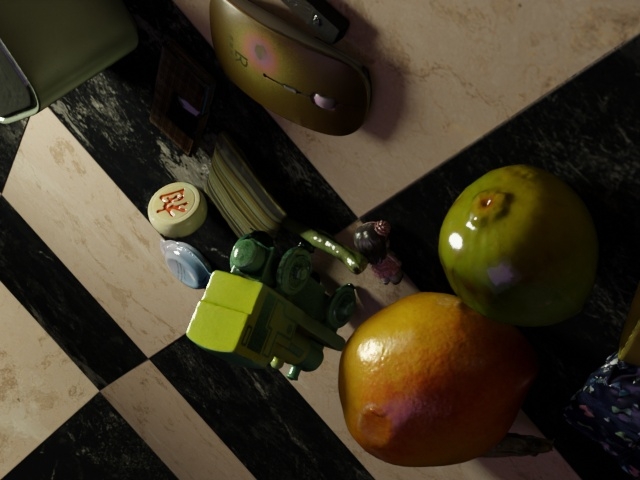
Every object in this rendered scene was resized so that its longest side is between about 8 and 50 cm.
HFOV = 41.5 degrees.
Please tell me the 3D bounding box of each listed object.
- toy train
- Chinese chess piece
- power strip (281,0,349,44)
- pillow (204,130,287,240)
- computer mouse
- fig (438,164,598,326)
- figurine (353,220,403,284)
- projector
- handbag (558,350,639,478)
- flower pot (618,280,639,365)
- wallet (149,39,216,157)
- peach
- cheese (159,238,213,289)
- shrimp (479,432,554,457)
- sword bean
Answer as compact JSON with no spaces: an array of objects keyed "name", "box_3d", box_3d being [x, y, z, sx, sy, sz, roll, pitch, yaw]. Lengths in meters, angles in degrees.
[{"name":"toy train","box_3d":[-0.066,0.137,1.530,0.150,0.237,0.369,13,164,33]},{"name":"Chinese chess piece","box_3d":[-0.294,-0.064,1.741,0.122,0.122,0.051,27,153,28]},{"name":"power strip","box_3d":[-0.009,-0.328,1.209,0.111,0.029,0.038,42,147,7]},{"name":"pillow","box_3d":[-0.146,-0.075,1.605,0.208,0.052,0.212,52,150,13]},{"name":"computer mouse","box_3d":[-0.060,-0.269,1.297,0.310,0.072,0.158,33,147,19]},{"name":"fig","box_3d":[0.262,0.022,1.120,0.207,0.207,0.230,21,144,34]},{"name":"figurine","box_3d":[0.104,0.024,1.443,0.072,0.054,0.129,0,127,40]},{"name":"projector","box_3d":[-0.523,-0.386,1.535,0.248,0.249,0.248,-2,125,50]},{"name":"handbag","box_3d":[0.460,0.241,1.216,0.162,0.113,0.260,42,150,19]},{"name":"flower pot","box_3d":[0.464,0.079,0.980,0.179,0.195,0.195,21,141,17]},{"name":"wallet","box_3d":[-0.259,-0.257,1.566,0.124,0.042,0.230,44,146,9]},{"name":"peach","box_3d":[0.183,0.225,1.367,0.289,0.289,0.308,55,153,-14]},{"name":"cheese","box_3d":[-0.279,0.075,1.943,0.244,0.052,0.135,33,148,18]},{"name":"shrimp","box_3d":[0.302,0.349,1.511,0.223,0.126,0.047,5,104,3]},{"name":"sword bean","box_3d":[0.001,0.000,1.500,0.269,0.043,0.038,31,136,51]}]
